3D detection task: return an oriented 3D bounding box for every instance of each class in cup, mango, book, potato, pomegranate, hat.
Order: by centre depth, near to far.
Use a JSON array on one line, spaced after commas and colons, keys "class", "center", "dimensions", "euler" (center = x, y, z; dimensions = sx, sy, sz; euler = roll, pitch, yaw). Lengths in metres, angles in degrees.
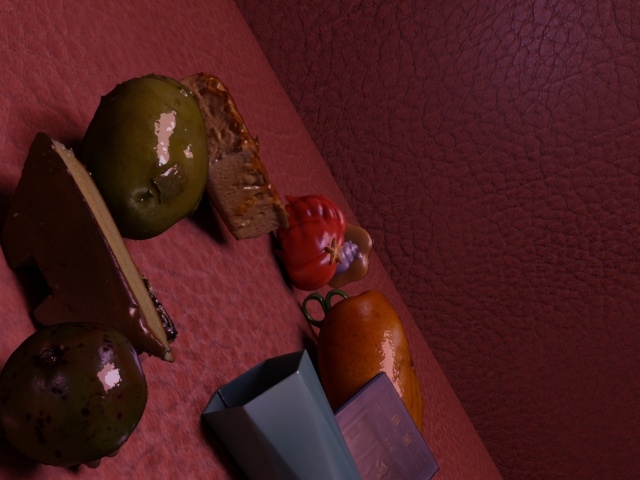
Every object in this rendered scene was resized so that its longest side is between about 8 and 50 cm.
[{"class": "pomegranate", "center": [-0.187, 0.129, 0.596], "dimensions": [0.142, 0.114, 0.114], "euler": [85, -10, -47]}, {"class": "hat", "center": [-0.192, 0.081, 0.814], "dimensions": [0.077, 0.059, 0.076], "euler": [62, -7, -26]}, {"class": "potato", "center": [-0.202, -0.100, 0.891], "dimensions": [0.148, 0.186, 0.253], "euler": [23, 29, -22]}, {"class": "cup", "center": [-0.029, 0.272, 0.929], "dimensions": [0.236, 0.148, 0.134], "euler": [64, -16, -6]}, {"class": "book", "center": [0.075, 0.340, 1.173], "dimensions": [0.269, 0.025, 0.191], "euler": [-27, 88, -52]}, {"class": "mango", "center": [0.090, 0.268, 1.393], "dimensions": [0.199, 0.201, 0.350], "euler": [10, 50, -24]}]

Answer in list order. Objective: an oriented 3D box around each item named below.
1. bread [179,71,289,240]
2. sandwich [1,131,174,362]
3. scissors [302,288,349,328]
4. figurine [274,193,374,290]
[{"class": "bread", "center": [-0.148, -0.128, 1.212], "dimensions": [0.185, 0.114, 0.275], "euler": [56, -6, 27]}, {"class": "sandwich", "center": [-0.228, 0.024, 0.725], "dimensions": [0.244, 0.088, 0.090], "euler": [60, 1, 11]}, {"class": "scissors", "center": [0.030, 0.200, 1.543], "dimensions": [0.027, 0.101, 0.204], "euler": [-39, 116, -66]}, {"class": "figurine", "center": [-0.007, 0.006, 1.629], "dimensions": [0.257, 0.181, 0.208], "euler": [23, 79, -71]}]
